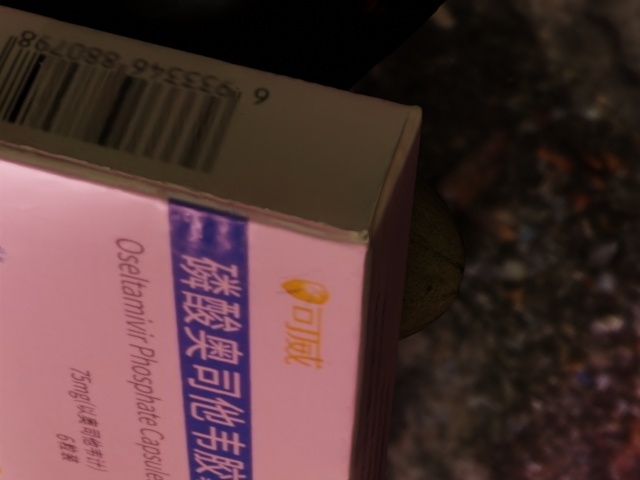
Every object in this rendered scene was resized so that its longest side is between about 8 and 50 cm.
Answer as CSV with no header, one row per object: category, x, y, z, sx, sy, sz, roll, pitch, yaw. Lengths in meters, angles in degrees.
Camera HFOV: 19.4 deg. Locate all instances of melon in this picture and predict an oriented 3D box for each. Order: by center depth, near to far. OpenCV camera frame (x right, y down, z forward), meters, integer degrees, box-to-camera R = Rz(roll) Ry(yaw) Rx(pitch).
melon,0.000,0.000,0.834,0.130,0.098,0.098,20,103,3

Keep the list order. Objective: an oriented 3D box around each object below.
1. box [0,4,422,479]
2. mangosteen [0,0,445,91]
box,-0.071,0.046,0.756,0.200,0.343,0.065,14,58,7
mangosteen,-0.060,-0.182,0.703,0.233,0.287,0.288,-38,92,-27
